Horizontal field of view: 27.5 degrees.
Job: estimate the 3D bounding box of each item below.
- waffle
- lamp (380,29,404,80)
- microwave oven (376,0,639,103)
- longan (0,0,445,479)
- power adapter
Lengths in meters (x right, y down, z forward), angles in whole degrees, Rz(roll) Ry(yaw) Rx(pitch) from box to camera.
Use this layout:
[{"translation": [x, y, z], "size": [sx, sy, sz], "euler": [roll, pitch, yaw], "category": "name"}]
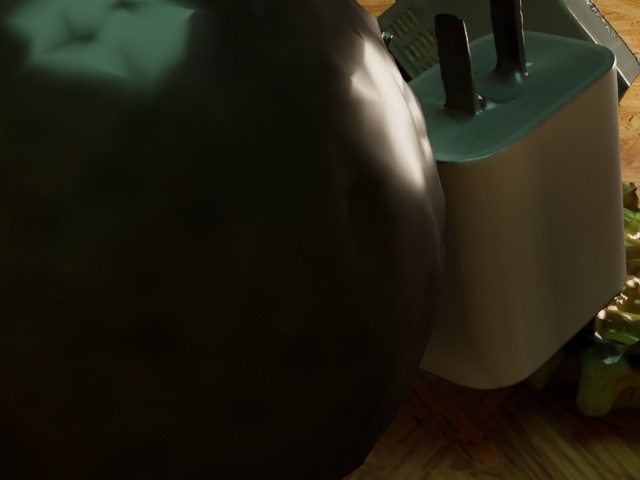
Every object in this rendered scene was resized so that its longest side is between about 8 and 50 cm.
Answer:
[{"translation": [0.304, 0.043, 1.122], "size": [0.380, 0.095, 0.382], "euler": [2, 24, -8], "category": "waffle"}, {"translation": [0.039, -0.095, 1.137], "size": [0.090, 0.089, 0.325], "euler": [19, -8, 20], "category": "lamp"}, {"translation": [0.198, -0.194, 1.359], "size": [0.237, 0.181, 0.295], "euler": [51, 20, 2], "category": "microwave oven"}, {"translation": [-0.123, -0.003, 0.747], "size": [0.391, 0.391, 0.391], "euler": [8, 25, -4], "category": "longan"}, {"translation": [0.123, -0.051, 0.908], "size": [0.124, 0.255, 0.187], "euler": [19, 42, 38], "category": "power adapter"}]
